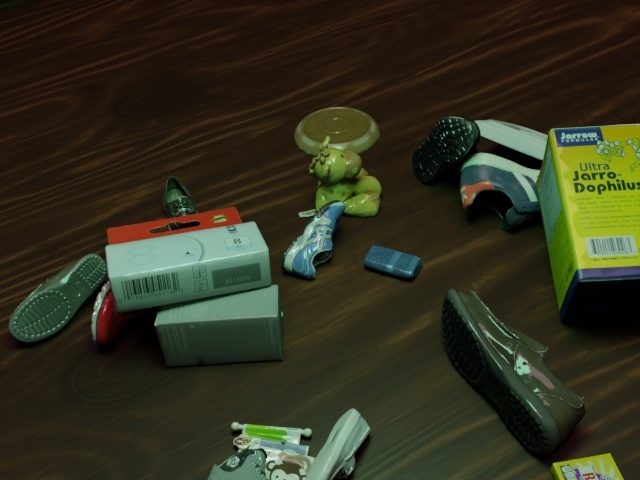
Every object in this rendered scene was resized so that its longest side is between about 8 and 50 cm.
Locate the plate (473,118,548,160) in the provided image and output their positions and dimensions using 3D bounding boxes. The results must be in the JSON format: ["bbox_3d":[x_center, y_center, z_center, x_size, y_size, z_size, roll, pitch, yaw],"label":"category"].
[{"bbox_3d":[0.520,-0.236,2.041,0.277,0.045,0.278,29,19,33],"label":"plate"}]

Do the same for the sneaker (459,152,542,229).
[{"bbox_3d":[0.487,-0.086,1.929,0.350,0.131,0.148,11,69,5],"label":"sneaker"}]

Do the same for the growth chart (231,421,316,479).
[{"bbox_3d":[-0.082,0.413,1.450,0.172,0.021,0.237,-1,41,3],"label":"growth chart"}]

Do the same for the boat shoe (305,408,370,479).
[{"bbox_3d":[0.034,0.375,1.454,0.063,0.066,0.184,43,39,-6],"label":"boat shoe"}]

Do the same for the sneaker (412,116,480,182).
[{"bbox_3d":[0.327,-0.231,2.005,0.124,0.283,0.107,-15,82,-20],"label":"sneaker"}]

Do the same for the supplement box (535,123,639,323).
[{"bbox_3d":[0.570,-0.034,1.703,0.195,0.194,0.356,-3,60,3],"label":"supplement box"}]

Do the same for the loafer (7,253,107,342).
[{"bbox_3d":[-0.565,0.128,1.805,0.087,0.094,0.251,-13,25,51],"label":"loafer"}]

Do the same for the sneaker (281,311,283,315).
[{"bbox_3d":[-0.134,0.145,1.758,0.109,0.043,0.040,-6,42,2],"label":"sneaker"}]

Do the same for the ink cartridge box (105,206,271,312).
[{"bbox_3d":[-0.293,-0.001,1.770,0.308,0.091,0.385,-11,29,-12],"label":"ink cartridge box"}]

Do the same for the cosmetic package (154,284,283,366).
[{"bbox_3d":[-0.194,0.170,1.671,0.238,0.127,0.107,-4,38,4],"label":"cosmetic package"}]

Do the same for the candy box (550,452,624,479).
[{"bbox_3d":[0.460,0.440,1.356,0.105,0.027,0.206,-7,40,-7],"label":"candy box"}]

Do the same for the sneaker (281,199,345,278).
[{"bbox_3d":[0.000,0.000,1.889,0.081,0.080,0.211,29,68,18],"label":"sneaker"}]

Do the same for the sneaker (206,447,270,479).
[{"bbox_3d":[-0.083,0.400,1.386,0.229,0.086,0.132,4,39,10],"label":"sneaker"}]

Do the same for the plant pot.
[{"bbox_3d":[0.043,-0.302,2.285,0.236,0.032,0.236,-3,39,3],"label":"plant pot"}]

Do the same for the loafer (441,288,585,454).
[{"bbox_3d":[0.350,0.228,1.558,0.130,0.134,0.366,-17,51,-21],"label":"loafer"}]

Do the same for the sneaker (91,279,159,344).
[{"bbox_3d":[-0.374,0.117,1.772,0.118,0.107,0.279,19,45,19],"label":"sneaker"}]

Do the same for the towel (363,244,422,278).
[{"bbox_3d":[0.158,0.050,1.852,0.119,0.029,0.067,16,44,22],"label":"towel"}]

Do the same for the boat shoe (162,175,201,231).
[{"bbox_3d":[-0.337,-0.075,2.017,0.080,0.073,0.223,-16,41,-13],"label":"boat shoe"}]

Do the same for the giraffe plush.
[{"bbox_3d":[0.041,-0.153,1.996,0.210,0.170,0.181,-22,43,-20],"label":"giraffe plush"}]
